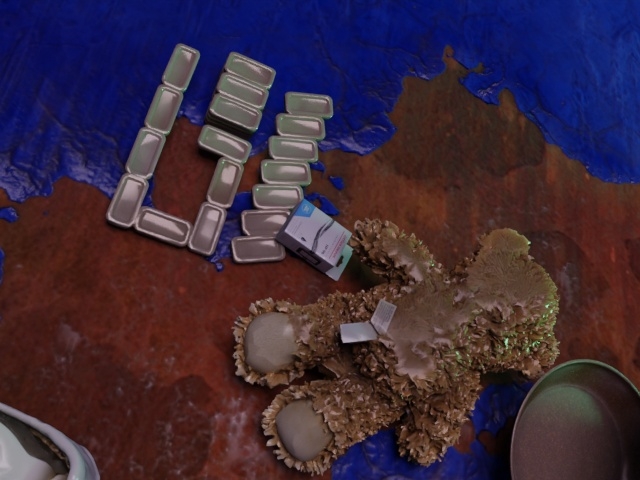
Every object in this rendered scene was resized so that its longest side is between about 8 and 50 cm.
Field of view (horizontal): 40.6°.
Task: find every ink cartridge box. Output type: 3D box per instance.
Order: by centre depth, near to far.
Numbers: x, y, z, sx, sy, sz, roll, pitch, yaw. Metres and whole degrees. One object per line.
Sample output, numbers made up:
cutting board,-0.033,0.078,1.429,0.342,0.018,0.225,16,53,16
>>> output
ink cartridge box,0.000,0.000,0.932,0.083,0.028,0.048,35,61,-11

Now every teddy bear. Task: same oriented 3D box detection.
teddy bear,0.077,0.104,0.874,0.338,0.113,0.245,-36,75,-25

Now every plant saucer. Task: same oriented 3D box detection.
plant saucer,0.260,0.220,0.876,0.199,0.036,0.198,4,81,-27

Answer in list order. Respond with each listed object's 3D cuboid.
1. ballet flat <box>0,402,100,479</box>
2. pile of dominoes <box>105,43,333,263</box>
ballet flat,-0.359,0.132,0.683,0.400,0.139,0.139,23,57,-5
pile of dominoes,-0.106,-0.090,0.964,0.196,0.040,0.251,22,65,-11
